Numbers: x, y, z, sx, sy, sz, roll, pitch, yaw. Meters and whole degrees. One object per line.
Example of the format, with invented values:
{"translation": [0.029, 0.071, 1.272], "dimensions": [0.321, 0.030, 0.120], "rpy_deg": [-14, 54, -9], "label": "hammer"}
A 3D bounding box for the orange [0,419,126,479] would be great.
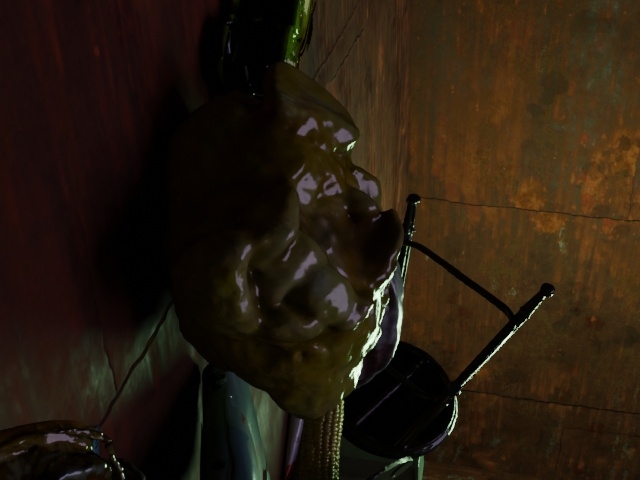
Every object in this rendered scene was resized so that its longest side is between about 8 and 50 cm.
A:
{"translation": [-0.204, 0.189, 0.549], "dimensions": [0.170, 0.112, 0.160], "rpy_deg": [40, 65, -48], "label": "orange"}

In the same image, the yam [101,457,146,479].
{"translation": [-0.181, 0.297, 0.758], "dimensions": [0.093, 0.093, 0.259], "rpy_deg": [-69, 161, -52], "label": "yam"}

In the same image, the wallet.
{"translation": [-0.100, 0.272, 0.982], "dimensions": [0.250, 0.075, 0.176], "rpy_deg": [-106, -174, -64], "label": "wallet"}

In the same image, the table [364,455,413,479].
{"translation": [0.138, 0.596, 1.620], "dimensions": [0.317, 0.249, 0.317], "rpy_deg": [-33, 160, -14], "label": "table"}

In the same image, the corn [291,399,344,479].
{"translation": [-0.007, 0.410, 1.643], "dimensions": [0.093, 0.093, 0.244], "rpy_deg": [-4, 98, -78], "label": "corn"}

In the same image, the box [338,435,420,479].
{"translation": [0.133, 0.524, 2.044], "dimensions": [0.225, 0.225, 0.117], "rpy_deg": [82, 18, -51], "label": "box"}

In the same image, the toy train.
{"translation": [-0.062, -0.273, 1.061], "dimensions": [0.160, 0.100, 0.296], "rpy_deg": [90, 10, -59], "label": "toy train"}

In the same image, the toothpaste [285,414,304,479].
{"translation": [-0.047, 0.356, 1.584], "dimensions": [0.048, 0.031, 0.190], "rpy_deg": [26, 72, -81], "label": "toothpaste"}

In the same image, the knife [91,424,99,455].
{"translation": [-0.210, 0.215, 0.787], "dimensions": [0.014, 0.005, 0.091], "rpy_deg": [-35, 129, -73], "label": "knife"}

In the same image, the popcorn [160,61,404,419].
{"translation": [-0.060, -0.002, 0.904], "dimensions": [0.292, 0.293, 0.334], "rpy_deg": [23, 34, -40], "label": "popcorn"}

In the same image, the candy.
{"translation": [0.028, 0.102, 1.369], "dimensions": [0.157, 0.214, 0.289], "rpy_deg": [-71, 165, -59], "label": "candy"}

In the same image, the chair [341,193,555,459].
{"translation": [0.181, 0.218, 1.748], "dimensions": [0.365, 0.362, 0.410], "rpy_deg": [-37, 153, -36], "label": "chair"}
